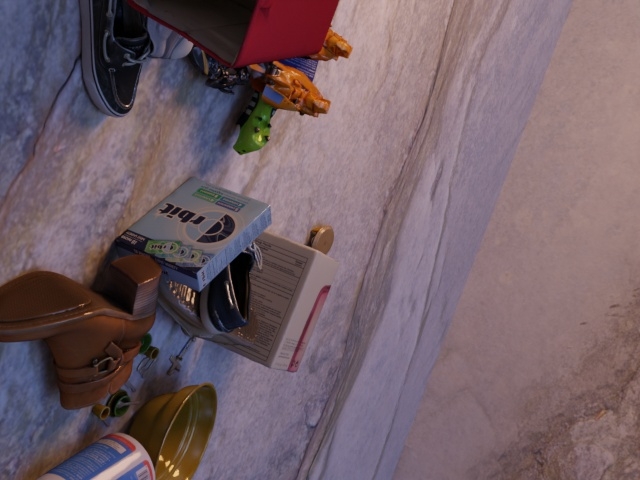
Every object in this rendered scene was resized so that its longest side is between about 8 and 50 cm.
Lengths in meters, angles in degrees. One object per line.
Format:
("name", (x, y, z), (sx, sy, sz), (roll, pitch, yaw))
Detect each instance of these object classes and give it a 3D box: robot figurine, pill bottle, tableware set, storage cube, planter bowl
("robot figurine", (-0.078, -0.310, 1.359), (0.291, 0.085, 0.211), (21, 89, -50))
("pill bottle", (-0.367, 0.393, 1.329), (0.221, 0.124, 0.124), (-26, 131, -55))
("tableware set", (-0.314, 0.228, 1.427), (0.154, 0.024, 0.104), (-55, 151, -26))
("storage cube", (-0.086, -0.342, 1.063), (0.193, 0.183, 0.215), (-26, 145, -54))
("planter bowl", (-0.267, 0.334, 1.505), (0.217, 0.090, 0.217), (17, 90, -75))

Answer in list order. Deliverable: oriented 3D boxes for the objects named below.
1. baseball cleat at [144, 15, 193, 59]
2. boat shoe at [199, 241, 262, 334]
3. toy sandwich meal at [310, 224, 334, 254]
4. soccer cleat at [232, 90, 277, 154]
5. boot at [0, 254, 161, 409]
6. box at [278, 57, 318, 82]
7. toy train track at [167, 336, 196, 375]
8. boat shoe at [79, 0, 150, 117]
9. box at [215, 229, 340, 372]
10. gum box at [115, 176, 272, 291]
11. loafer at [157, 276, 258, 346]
("baseball cleat", (-0.199, -0.344, 1.172), (0.109, 0.072, 0.206), (-15, 118, -52))
("boat shoe", (-0.144, 0.032, 1.448), (0.095, 0.079, 0.255), (48, 37, -45))
("toy sandwich meal", (0.000, 0.000, 1.873), (0.085, 0.029, 0.086), (-38, 140, -40))
("soccer cleat", (-0.105, -0.220, 1.472), (0.060, 0.072, 0.179), (40, 48, -31))
("boot", (-0.353, 0.144, 1.222), (0.283, 0.109, 0.220), (-24, 142, -52))
("box", (-0.042, -0.362, 1.470), (0.136, 0.036, 0.225), (11, 96, -50))
("toy train track", (-0.244, 0.206, 1.559), (0.083, 0.014, 0.048), (-58, 153, -24))
("boat shoe", (-0.259, -0.253, 1.121), (0.078, 0.070, 0.219), (-43, 144, -43))
("box", (-0.085, 0.113, 1.647), (0.232, 0.148, 0.127), (-67, 155, -3))
("gum box", (-0.190, -0.014, 1.334), (0.184, 0.157, 0.041), (-46, 146, -40))
("loafer", (-0.207, 0.118, 1.477), (0.268, 0.092, 0.102), (45, 39, -47))
